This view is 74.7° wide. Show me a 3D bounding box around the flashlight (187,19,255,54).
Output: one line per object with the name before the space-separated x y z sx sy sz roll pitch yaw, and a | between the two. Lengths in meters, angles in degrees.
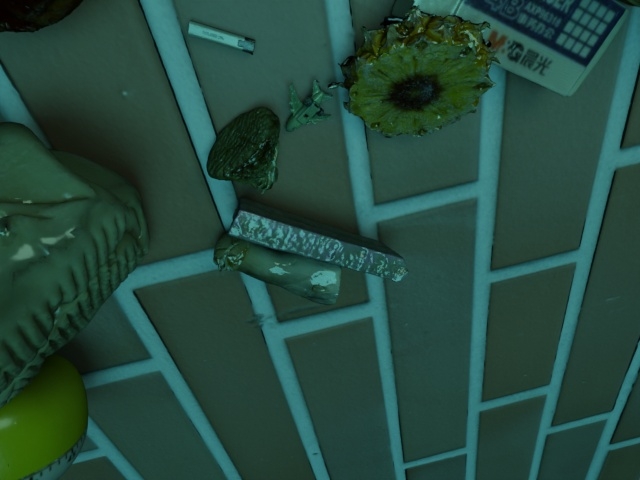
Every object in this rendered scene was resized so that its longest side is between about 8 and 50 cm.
flashlight | -0.125 -0.259 0.535 0.083 0.018 0.018 10 119 -17

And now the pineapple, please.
pineapple | 0.118 -0.203 0.551 0.221 0.047 0.221 3 155 1

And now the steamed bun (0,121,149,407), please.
steamed bun | -0.399 0.022 0.501 0.255 0.367 0.342 39 150 -6

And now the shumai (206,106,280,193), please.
shumai | -0.092 -0.119 0.599 0.124 0.099 0.087 -35 139 15

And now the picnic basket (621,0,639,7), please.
picnic basket | 0.448 -0.382 0.456 0.313 0.175 0.228 1 124 -23

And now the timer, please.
timer | -0.520 0.252 0.671 0.285 0.285 0.285 -5 124 -8

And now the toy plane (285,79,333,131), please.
toy plane | -0.020 -0.184 0.596 0.080 0.033 0.083 27 116 -41

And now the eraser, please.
eraser | 0.244 -0.297 0.543 0.279 0.081 0.124 14 120 -20

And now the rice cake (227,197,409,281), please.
rice cake | -0.002 -0.001 0.679 0.298 0.106 0.050 16 101 -20

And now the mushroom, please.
mushroom | -0.069 0.044 0.710 0.223 0.092 0.081 20 81 -13

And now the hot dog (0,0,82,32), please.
hot dog | -0.301 -0.372 0.333 0.267 0.174 0.387 15 118 -22
